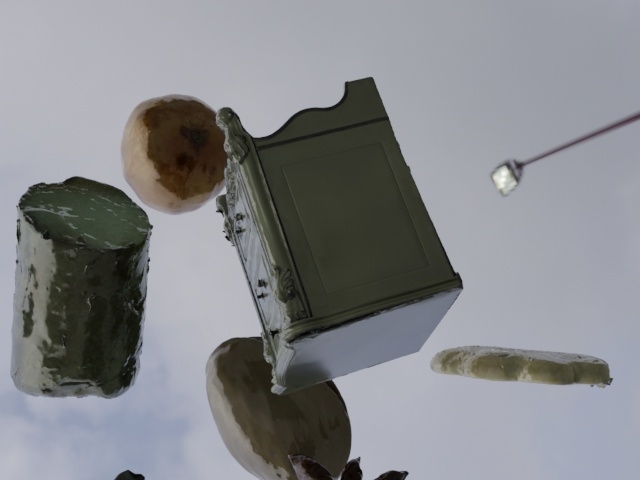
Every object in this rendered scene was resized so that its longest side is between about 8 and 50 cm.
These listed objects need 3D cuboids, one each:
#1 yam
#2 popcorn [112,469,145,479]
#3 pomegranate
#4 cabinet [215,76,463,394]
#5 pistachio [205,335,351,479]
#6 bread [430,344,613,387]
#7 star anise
[{"bbox_3d":[-0.334,0.081,1.324,0.195,0.195,0.300,-26,-45,-50],"label":"yam"},{"bbox_3d":[-0.153,0.448,1.147,0.293,0.237,0.292,0,-89,-11],"label":"popcorn"},{"bbox_3d":[-0.248,-0.149,1.615,0.207,0.207,0.207,23,-124,-39],"label":"pomegranate"},{"bbox_3d":[0.000,0.000,1.273,0.228,0.290,0.317,-16,-109,-12],"label":"cabinet"},{"bbox_3d":[-0.067,0.277,1.532,0.288,0.197,0.166,56,-174,8],"label":"pistachio"},{"bbox_3d":[0.343,0.212,1.611,0.316,0.316,0.054,6,-94,-46],"label":"bread"},{"bbox_3d":[0.018,0.385,1.320,0.196,0.111,0.212,32,-95,4],"label":"star anise"}]
